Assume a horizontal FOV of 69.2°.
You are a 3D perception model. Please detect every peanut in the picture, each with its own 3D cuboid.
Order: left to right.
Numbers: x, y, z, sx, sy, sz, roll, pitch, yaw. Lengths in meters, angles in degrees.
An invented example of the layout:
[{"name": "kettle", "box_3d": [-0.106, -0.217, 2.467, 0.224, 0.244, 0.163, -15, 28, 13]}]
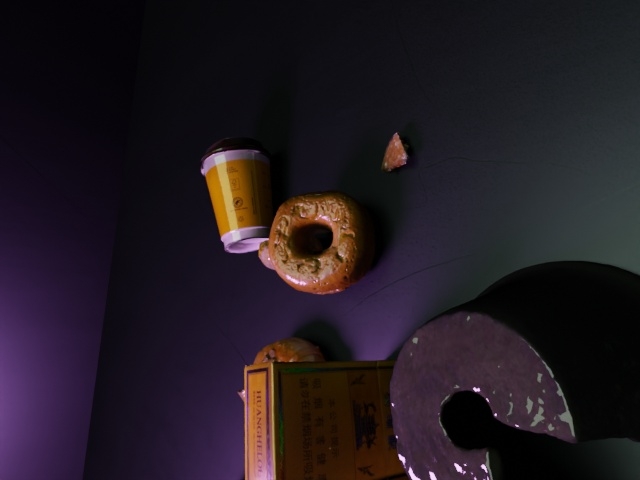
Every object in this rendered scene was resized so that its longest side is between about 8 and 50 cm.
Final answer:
[{"name": "peanut", "box_3d": [-0.074, 0.028, 1.097, 0.206, 0.087, 0.087, -5, 77, 48]}]

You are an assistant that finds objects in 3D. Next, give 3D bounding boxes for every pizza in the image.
[{"name": "pizza", "box_3d": [0.153, -0.162, 0.908, 0.078, 0.025, 0.083, 54, 129, 49]}]

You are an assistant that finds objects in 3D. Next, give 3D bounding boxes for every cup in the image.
[{"name": "cup", "box_3d": [-0.208, -0.117, 1.231, 0.196, 0.196, 0.280, -25, 71, 45]}]

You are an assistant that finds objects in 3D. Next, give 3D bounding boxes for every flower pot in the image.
[{"name": "flower pot", "box_3d": [0.232, 0.195, 0.549, 0.379, 0.250, 0.380, -15, 71, 50]}]

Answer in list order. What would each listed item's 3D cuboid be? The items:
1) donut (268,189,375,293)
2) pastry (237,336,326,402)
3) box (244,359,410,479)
[{"name": "donut", "box_3d": [0.001, 0.002, 0.940, 0.226, 0.114, 0.227, -5, 75, 17]}, {"name": "pastry", "box_3d": [-0.075, 0.327, 0.995, 0.257, 0.120, 0.236, -42, 51, 36]}, {"name": "box", "box_3d": [0.028, 0.290, 0.730, 0.084, 0.301, 0.193, -22, 64, 46]}]
